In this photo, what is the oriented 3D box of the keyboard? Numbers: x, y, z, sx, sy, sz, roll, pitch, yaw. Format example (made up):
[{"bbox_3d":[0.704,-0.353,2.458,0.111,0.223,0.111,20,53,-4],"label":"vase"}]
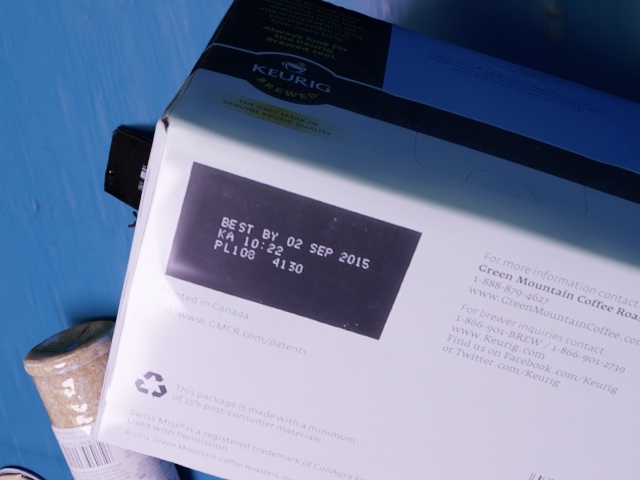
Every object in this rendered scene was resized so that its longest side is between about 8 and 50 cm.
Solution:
[{"bbox_3d":[-0.164,-0.050,1.103,0.192,0.038,0.100,27,107,49],"label":"keyboard"}]

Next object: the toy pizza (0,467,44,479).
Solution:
[{"bbox_3d":[-0.422,0.425,1.580,0.201,0.032,0.201,17,123,28],"label":"toy pizza"}]

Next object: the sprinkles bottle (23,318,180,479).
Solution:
[{"bbox_3d":[-0.238,0.277,1.308,0.121,0.121,0.355,-7,109,38],"label":"sprinkles bottle"}]

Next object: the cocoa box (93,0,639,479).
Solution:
[{"bbox_3d":[0.069,0.021,0.671,0.347,0.228,0.231,17,122,-3],"label":"cocoa box"}]
